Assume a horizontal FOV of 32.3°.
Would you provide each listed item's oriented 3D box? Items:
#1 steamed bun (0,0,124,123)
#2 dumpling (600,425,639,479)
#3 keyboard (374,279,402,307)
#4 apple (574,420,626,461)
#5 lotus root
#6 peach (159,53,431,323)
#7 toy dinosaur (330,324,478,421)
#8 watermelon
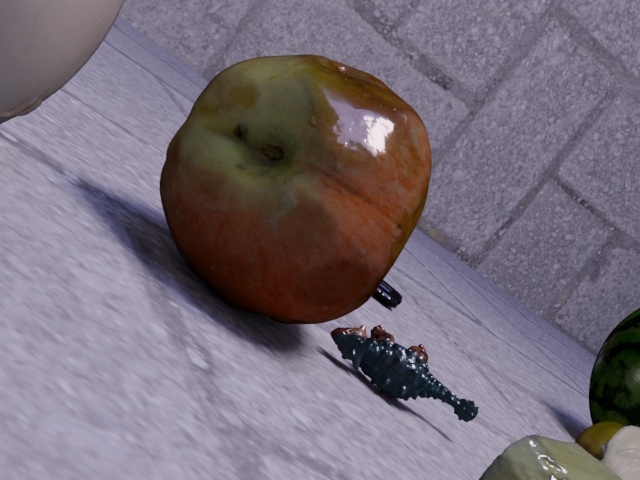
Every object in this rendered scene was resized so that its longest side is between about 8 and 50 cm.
[{"bbox_3d":[-0.241,-0.240,0.699,0.309,0.309,0.309,37,7,-5],"label":"steamed bun"},{"bbox_3d":[0.428,0.281,1.106,0.315,0.233,0.395,22,23,33],"label":"dumpling"},{"bbox_3d":[0.000,0.000,1.435,0.262,0.016,0.106,39,7,7],"label":"keyboard"},{"bbox_3d":[0.328,0.250,1.249,0.089,0.074,0.089,57,-2,3],"label":"apple"},{"bbox_3d":[0.218,0.221,0.891,0.144,0.070,0.143,42,9,29],"label":"lotus root"},{"bbox_3d":[-0.010,-0.038,0.886,0.214,0.214,0.235,40,1,20],"label":"peach"},{"bbox_3d":[0.072,0.112,0.943,0.154,0.049,0.055,30,6,-15],"label":"toy dinosaur"},{"bbox_3d":[0.509,0.211,1.504,0.285,0.285,0.285,37,7,-5],"label":"watermelon"}]
